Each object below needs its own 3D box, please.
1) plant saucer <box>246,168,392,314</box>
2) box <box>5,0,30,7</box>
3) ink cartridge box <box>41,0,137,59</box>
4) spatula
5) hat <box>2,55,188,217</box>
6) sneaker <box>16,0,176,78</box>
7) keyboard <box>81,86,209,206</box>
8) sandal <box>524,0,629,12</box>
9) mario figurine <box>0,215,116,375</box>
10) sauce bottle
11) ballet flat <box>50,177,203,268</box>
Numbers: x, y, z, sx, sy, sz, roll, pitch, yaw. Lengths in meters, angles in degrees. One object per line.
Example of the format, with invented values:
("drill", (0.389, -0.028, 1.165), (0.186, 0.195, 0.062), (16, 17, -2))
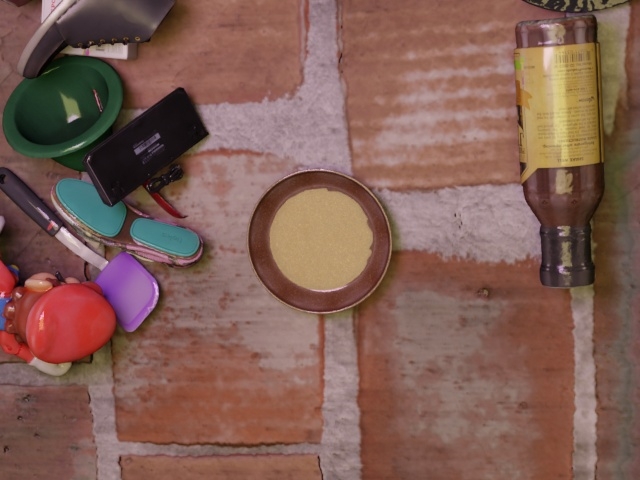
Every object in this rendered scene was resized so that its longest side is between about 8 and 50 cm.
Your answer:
("plant saucer", (0.000, 0.000, 1.845), (0.199, 0.036, 0.198), (1, 98, 9))
("box", (-0.294, -0.480, 1.741), (0.381, 0.143, 0.191), (-27, 76, 10))
("ink cartridge box", (-0.310, -0.294, 1.838), (0.122, 0.052, 0.088), (7, 99, 6))
("spatula", (-0.345, 0.001, 1.901), (0.296, 0.030, 0.084), (42, 101, 1))
("hat", (-0.318, -0.122, 1.880), (0.173, 0.183, 0.208), (-25, 51, 0))
("sneaker", (-0.293, -0.268, 1.771), (0.118, 0.083, 0.222), (41, 111, -12))
("keyboard", (-0.227, -0.114, 1.810), (0.180, 0.023, 0.108), (-40, 118, -27))
("sandal", (0.443, -0.383, 1.679), (0.446, 0.107, 0.167), (-7, 98, 10))
("mario figurine", (-0.422, 0.073, 1.886), (0.321, 0.198, 0.170), (15, 70, 16))
("sauce bottle", (0.307, -0.112, 1.741), (0.111, 0.111, 0.344), (-2, 97, 9))
("ballet flat", (-0.268, -0.011, 1.859), (0.221, 0.077, 0.079), (22, 146, -6))
